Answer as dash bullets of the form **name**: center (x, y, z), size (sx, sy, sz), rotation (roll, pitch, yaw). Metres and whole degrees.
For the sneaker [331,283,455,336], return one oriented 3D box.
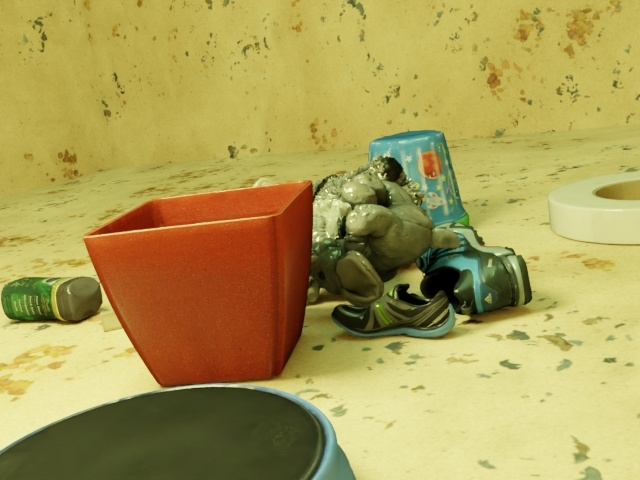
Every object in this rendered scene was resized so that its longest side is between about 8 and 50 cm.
- **sneaker**: center (0.106, 0.101, 1.209), size (0.188, 0.078, 0.067), rotation (-4, 14, 26)

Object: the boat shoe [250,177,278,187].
- **boat shoe**: center (-0.134, 0.018, 1.520), size (0.097, 0.116, 0.324), rotation (-36, 30, 34)

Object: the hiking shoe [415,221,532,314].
- **hiking shoe**: center (0.208, 0.042, 1.325), size (0.132, 0.113, 0.304), rotation (-15, 12, -17)

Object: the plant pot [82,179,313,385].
- **plant pot**: center (-0.143, 0.063, 1.179), size (0.267, 0.235, 0.267), rotation (-7, 13, 11)

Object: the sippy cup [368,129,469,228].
- **sippy cup**: center (0.202, -0.123, 1.806), size (0.240, 0.224, 0.305), rotation (-10, 12, -10)

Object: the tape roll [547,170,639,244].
- **tape roll**: center (0.655, -0.074, 1.645), size (0.392, 0.072, 0.392), rotation (-8, 12, 2)

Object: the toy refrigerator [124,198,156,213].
- **toy refrigerator**: center (-0.409, -0.044, 2.154), size (0.102, 0.094, 0.269), rotation (-24, 19, -31)

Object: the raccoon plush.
- **raccoon plush**: center (0.000, 0.000, 1.578), size (0.299, 0.216, 0.446), rotation (-26, 5, -28)

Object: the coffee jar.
- **coffee jar**: center (-0.509, 0.110, 1.556), size (0.184, 0.079, 0.096), rotation (-2, 11, 28)

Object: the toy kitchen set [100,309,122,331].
- **toy kitchen set**: center (-0.358, 0.113, 1.471), size (0.075, 0.068, 0.083), rotation (-11, 13, -13)

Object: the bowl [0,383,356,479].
- **bowl**: center (-0.161, 0.241, 0.770), size (0.391, 0.077, 0.391), rotation (-8, 13, 2)

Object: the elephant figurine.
- **elephant figurine**: center (0.061, 0.027, 1.305), size (0.169, 0.239, 0.186), rotation (5, 36, -39)

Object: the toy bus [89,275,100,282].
- **toy bus**: center (-0.412, 0.011, 1.826), size (0.191, 0.104, 0.202), rotation (-1, 22, 20)
